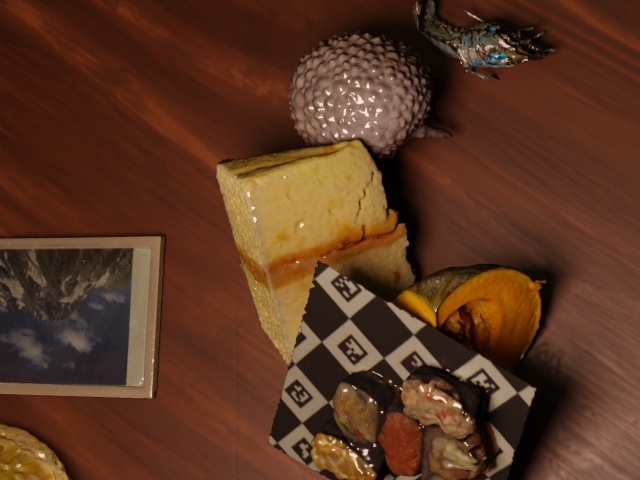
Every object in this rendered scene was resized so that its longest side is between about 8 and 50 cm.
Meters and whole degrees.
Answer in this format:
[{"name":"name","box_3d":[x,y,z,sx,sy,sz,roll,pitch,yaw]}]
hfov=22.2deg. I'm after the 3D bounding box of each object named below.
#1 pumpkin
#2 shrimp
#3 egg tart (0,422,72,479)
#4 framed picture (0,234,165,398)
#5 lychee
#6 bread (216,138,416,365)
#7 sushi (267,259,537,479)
[{"name":"pumpkin","box_3d":[0.155,0.122,1.828,0.111,0.163,0.278,42,139,44]},{"name":"shrimp","box_3d":[0.187,-0.233,1.900,0.174,0.076,0.082,26,50,27]},{"name":"egg tart","box_3d":[-0.443,0.380,1.997,0.341,0.132,0.341,-4,80,23]},{"name":"framed picture","box_3d":[-0.327,0.096,2.060,0.281,0.019,0.208,-2,81,21]},{"name":"lychee","box_3d":[0.058,-0.154,1.876,0.197,0.165,0.165,35,95,-5]},{"name":"bread","box_3d":[0.000,0.000,1.878,0.178,0.135,0.240,-21,114,-11]},{"name":"sushi","box_3d":[0.066,0.204,1.774,0.292,0.059,0.294,29,131,21]}]
